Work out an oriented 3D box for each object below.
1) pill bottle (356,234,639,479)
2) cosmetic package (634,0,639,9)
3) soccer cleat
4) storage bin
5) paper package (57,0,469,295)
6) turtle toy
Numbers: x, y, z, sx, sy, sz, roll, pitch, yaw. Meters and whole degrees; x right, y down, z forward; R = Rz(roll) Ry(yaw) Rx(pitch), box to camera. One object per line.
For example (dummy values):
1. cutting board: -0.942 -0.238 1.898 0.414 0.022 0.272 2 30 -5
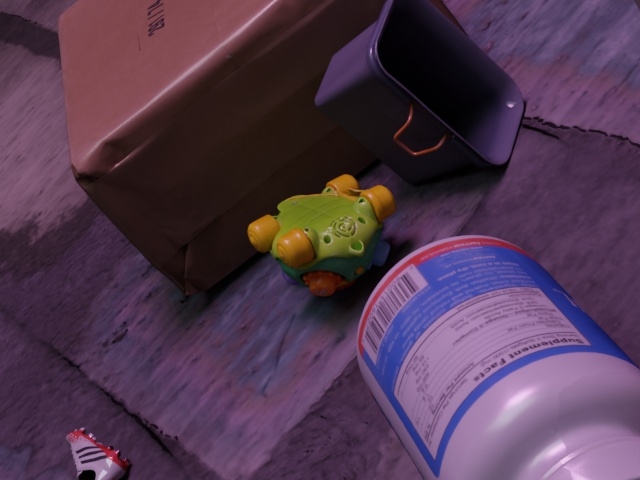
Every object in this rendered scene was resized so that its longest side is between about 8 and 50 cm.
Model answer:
1. pill bottle: 0.108 0.095 0.706 0.124 0.124 0.221 -41 31 5
2. cosmetic package: 0.268 -0.167 0.917 0.060 0.041 0.115 -49 31 -9
3. soccer cleat: -0.177 0.168 1.049 0.083 0.029 0.035 14 59 50
4. storage bin: 0.065 -0.097 0.998 0.091 0.135 0.098 -27 34 47
5. paper package: -0.060 -0.165 1.183 0.309 0.168 0.325 -37 30 9
6. turtle toy: 0.000 0.000 1.006 0.095 0.066 0.130 -28 23 -20
